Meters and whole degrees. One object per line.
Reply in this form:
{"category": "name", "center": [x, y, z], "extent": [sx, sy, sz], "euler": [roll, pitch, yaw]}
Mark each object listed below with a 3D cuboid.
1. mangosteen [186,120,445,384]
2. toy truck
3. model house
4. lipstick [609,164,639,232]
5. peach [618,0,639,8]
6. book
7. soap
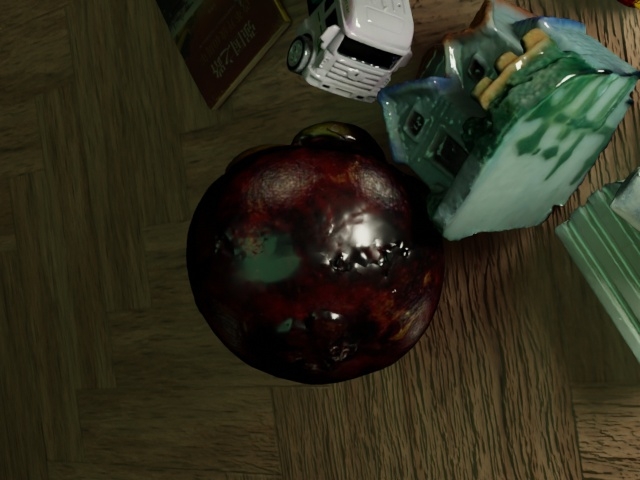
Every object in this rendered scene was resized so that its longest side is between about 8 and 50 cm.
{"category": "mangosteen", "center": [0.004, 0.024, 1.823], "extent": [0.381, 0.421, 0.381], "euler": [4, 109, 13]}
{"category": "toy truck", "center": [0.037, -0.391, 1.868], "extent": [0.178, 0.176, 0.363], "euler": [-43, 42, 46]}
{"category": "model house", "center": [0.224, -0.214, 1.733], "extent": [0.329, 0.251, 0.295], "euler": [53, 130, 34]}
{"category": "lipstick", "center": [0.493, 0.014, 1.526], "extent": [0.289, 0.077, 0.076], "euler": [41, 127, 8]}
{"category": "peach", "center": [0.433, -0.369, 1.588], "extent": [0.172, 0.092, 0.127], "euler": [0, 93, 48]}
{"category": "book", "center": [-0.207, -0.467, 2.283], "extent": [0.262, 0.028, 0.374], "euler": [-43, 65, 39]}
{"category": "soap", "center": [0.446, 0.047, 1.641], "extent": [0.150, 0.094, 0.261], "euler": [-48, 63, 45]}
